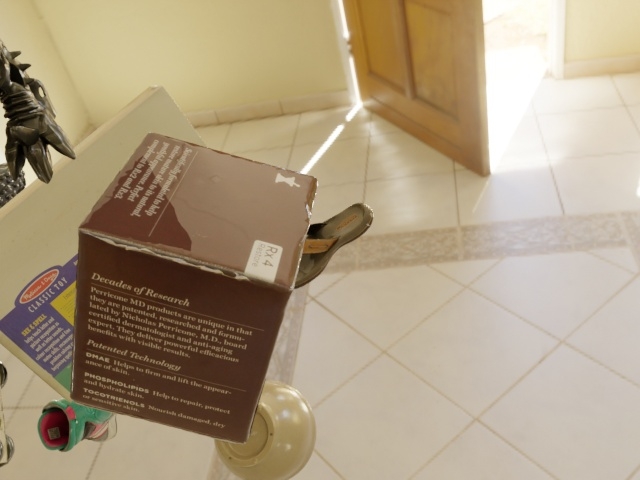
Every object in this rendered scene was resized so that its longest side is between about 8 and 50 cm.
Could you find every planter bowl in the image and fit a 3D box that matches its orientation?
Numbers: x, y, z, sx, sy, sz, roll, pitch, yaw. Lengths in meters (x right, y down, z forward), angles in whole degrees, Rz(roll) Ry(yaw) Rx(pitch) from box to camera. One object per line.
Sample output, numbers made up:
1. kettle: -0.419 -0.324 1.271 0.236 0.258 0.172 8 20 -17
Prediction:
1. planter bowl: -0.098 0.295 1.030 0.162 0.109 0.161 -4 74 15

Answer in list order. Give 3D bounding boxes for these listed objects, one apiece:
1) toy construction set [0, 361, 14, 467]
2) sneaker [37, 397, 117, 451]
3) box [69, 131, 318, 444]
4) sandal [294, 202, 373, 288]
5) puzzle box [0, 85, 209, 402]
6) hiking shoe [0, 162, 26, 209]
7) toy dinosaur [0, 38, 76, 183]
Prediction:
1. toy construction set: -0.526 0.234 0.878 0.215 0.327 0.151 -9 2 -12
2. sneaker: -0.582 0.443 1.603 0.179 0.295 0.123 -21 65 -35
3. box: -0.113 0.044 0.610 0.167 0.203 0.168 15 35 -2
4. sandal: 0.000 0.000 1.218 0.219 0.060 0.090 -37 46 1
5. puzzle box: -0.310 0.003 0.983 0.409 0.272 0.052 -45 33 -19
6. hiking shoe: -0.697 -0.069 1.247 0.132 0.113 0.304 29 49 14
7. toy dinosaur: -0.293 -0.133 0.472 0.165 0.218 0.321 9 63 13
